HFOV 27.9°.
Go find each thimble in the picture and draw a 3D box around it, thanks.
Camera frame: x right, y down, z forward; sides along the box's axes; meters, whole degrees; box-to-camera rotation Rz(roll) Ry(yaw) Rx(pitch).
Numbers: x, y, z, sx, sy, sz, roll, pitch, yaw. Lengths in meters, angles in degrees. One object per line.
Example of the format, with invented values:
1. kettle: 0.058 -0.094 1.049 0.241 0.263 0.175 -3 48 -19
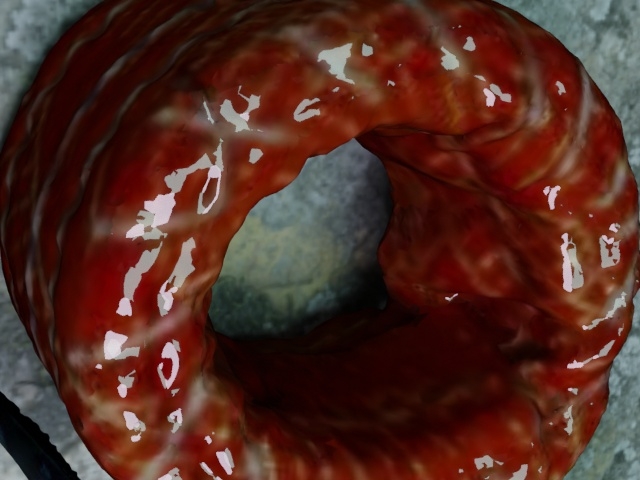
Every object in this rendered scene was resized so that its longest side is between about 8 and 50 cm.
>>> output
1. thimble: 0.000 0.000 0.739 0.350 0.230 0.350 -9 110 -26

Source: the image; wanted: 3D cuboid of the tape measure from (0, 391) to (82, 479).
1. tape measure: -0.255 0.083 0.645 0.215 0.098 0.351 -28 98 -7
